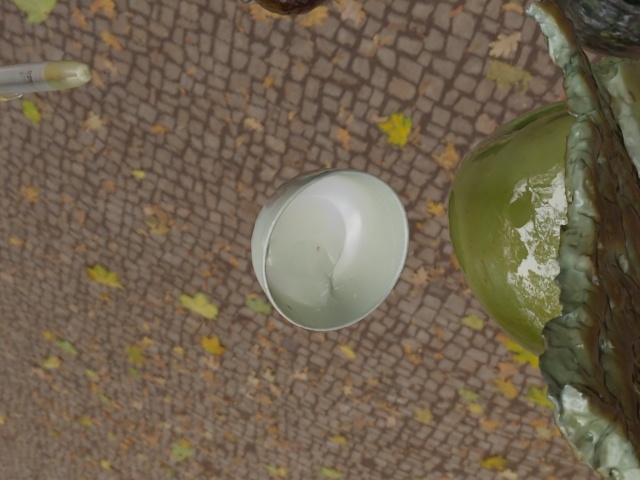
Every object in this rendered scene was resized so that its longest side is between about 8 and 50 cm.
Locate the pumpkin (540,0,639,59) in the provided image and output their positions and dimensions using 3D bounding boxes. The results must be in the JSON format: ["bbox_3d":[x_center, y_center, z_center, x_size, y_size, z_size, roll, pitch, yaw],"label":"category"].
[{"bbox_3d":[0.553,-0.522,1.287,0.344,0.454,0.454,30,138,-3],"label":"pumpkin"}]

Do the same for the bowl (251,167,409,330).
[{"bbox_3d":[0.000,0.000,1.310,0.145,0.277,0.277,30,154,57],"label":"bowl"}]

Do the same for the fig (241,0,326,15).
[{"bbox_3d":[-0.090,-0.555,1.601,0.217,0.217,0.321,49,162,-20],"label":"fig"}]

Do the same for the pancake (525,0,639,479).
[{"bbox_3d":[0.218,0.032,0.477,0.067,0.426,0.305,-22,130,34],"label":"pancake"}]

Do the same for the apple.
[{"bbox_3d":[0.324,-0.011,0.911,0.358,0.357,0.357,16,136,16],"label":"apple"}]

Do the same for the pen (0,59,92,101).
[{"bbox_3d":[-0.308,-0.167,0.821,0.234,0.032,0.040,8,140,41],"label":"pen"}]
